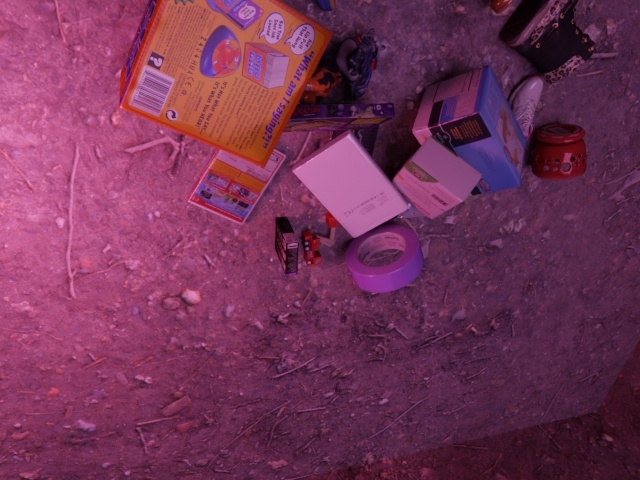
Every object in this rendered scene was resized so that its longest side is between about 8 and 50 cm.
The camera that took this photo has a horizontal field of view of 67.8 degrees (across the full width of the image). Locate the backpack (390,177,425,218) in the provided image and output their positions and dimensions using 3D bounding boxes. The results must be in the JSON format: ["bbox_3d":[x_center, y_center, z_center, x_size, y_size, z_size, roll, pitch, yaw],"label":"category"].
[{"bbox_3d":[0.328,-0.145,1.747,0.182,0.115,0.151,-5,122,-18],"label":"backpack"}]

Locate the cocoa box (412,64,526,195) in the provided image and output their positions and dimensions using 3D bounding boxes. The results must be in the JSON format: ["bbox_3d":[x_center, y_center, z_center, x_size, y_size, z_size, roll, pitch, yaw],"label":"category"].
[{"bbox_3d":[0.501,-0.344,1.568,0.228,0.231,0.347,-9,139,41],"label":"cocoa box"}]

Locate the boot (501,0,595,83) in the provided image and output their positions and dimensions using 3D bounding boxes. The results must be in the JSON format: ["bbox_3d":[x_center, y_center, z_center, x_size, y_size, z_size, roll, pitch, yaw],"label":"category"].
[{"bbox_3d":[0.812,-0.730,1.560,0.284,0.138,0.377,30,110,-32],"label":"boot"}]

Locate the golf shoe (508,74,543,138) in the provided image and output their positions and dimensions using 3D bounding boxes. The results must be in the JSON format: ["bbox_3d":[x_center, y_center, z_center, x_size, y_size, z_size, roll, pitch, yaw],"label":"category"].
[{"bbox_3d":[0.726,-0.434,1.712,0.115,0.140,0.306,12,114,-25],"label":"golf shoe"}]

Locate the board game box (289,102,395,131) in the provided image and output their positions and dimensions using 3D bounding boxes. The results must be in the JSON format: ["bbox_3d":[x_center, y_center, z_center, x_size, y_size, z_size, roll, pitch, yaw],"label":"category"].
[{"bbox_3d":[0.021,-0.363,1.420,0.347,0.208,0.056,-6,90,-16],"label":"board game box"}]

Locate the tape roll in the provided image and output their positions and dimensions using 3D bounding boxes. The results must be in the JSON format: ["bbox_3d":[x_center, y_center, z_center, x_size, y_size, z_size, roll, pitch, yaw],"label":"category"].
[{"bbox_3d":[0.232,0.061,1.738,0.275,0.274,0.090,-27,126,-4],"label":"tape roll"}]

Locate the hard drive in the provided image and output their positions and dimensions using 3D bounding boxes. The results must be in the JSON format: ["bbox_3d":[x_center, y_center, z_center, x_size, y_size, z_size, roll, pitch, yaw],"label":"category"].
[{"bbox_3d":[0.105,-0.180,1.613,0.233,0.047,0.353,-29,123,25],"label":"hard drive"}]

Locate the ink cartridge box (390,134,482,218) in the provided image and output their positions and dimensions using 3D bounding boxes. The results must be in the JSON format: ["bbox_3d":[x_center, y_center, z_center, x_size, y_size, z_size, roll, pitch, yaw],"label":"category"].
[{"bbox_3d":[0.360,-0.194,1.545,0.201,0.278,0.117,38,80,1],"label":"ink cartridge box"}]

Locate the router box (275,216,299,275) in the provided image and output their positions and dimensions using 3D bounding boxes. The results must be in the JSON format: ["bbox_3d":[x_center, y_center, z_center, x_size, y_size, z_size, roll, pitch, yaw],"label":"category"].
[{"bbox_3d":[-0.118,0.017,1.632,0.046,0.179,0.133,-5,123,-16],"label":"router box"}]

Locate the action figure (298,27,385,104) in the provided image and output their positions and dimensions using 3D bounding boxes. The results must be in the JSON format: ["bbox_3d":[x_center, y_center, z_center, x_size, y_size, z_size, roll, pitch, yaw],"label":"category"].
[{"bbox_3d":[0.040,-0.501,1.352,0.330,0.341,0.178,-34,85,-8],"label":"action figure"}]

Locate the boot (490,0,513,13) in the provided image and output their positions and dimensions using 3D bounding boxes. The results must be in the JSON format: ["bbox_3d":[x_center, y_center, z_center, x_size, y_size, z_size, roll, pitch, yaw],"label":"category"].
[{"bbox_3d":[0.504,-0.837,1.388,0.220,0.109,0.283,5,116,-26],"label":"boot"}]

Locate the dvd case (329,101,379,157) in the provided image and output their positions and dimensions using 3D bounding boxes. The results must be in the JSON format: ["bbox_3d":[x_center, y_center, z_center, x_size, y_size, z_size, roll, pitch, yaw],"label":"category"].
[{"bbox_3d":[0.110,-0.347,1.596,0.165,0.018,0.221,-1,121,-19],"label":"dvd case"}]

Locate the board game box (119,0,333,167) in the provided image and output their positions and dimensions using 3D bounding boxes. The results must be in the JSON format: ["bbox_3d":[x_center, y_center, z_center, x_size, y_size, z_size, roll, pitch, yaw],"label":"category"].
[{"bbox_3d":[-0.252,-0.458,1.173,0.356,0.356,0.356,20,111,-30],"label":"board game box"}]

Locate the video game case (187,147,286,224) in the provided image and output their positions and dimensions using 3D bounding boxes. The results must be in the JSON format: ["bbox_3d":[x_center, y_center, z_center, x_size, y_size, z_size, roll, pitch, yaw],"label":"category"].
[{"bbox_3d":[-0.267,-0.204,1.531,0.204,0.025,0.285,25,108,-32],"label":"video game case"}]

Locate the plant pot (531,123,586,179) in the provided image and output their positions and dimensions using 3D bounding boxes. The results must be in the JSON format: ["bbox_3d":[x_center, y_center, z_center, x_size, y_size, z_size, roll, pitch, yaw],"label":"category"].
[{"bbox_3d":[0.911,-0.343,1.812,0.191,0.191,0.174,-16,119,-12],"label":"plant pot"}]

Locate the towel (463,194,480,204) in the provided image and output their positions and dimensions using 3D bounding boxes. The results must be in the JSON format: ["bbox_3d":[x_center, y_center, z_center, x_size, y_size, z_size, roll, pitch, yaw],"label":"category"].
[{"bbox_3d":[0.586,-0.214,1.860,0.110,0.027,0.148,-37,126,2],"label":"towel"}]

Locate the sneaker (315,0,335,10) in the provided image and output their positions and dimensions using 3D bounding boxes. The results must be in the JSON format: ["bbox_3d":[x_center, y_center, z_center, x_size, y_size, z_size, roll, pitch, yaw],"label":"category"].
[{"bbox_3d":[-0.065,-0.732,1.251,0.131,0.111,0.296,-24,126,16],"label":"sneaker"}]

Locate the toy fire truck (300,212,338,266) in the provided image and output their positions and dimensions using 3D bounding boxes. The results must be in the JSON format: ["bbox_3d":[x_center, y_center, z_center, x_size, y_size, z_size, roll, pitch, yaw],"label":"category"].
[{"bbox_3d":[0.000,0.000,1.749,0.135,0.047,0.192,-15,124,-12],"label":"toy fire truck"}]
